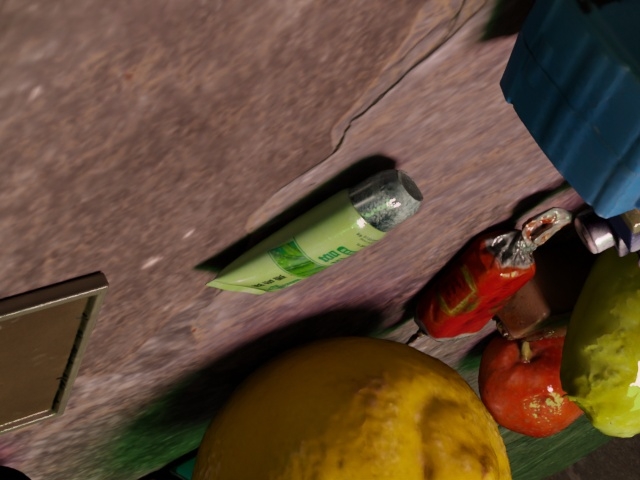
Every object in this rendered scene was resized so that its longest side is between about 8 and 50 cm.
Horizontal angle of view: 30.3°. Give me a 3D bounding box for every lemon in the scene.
[{"bbox_3d":[0.028,0.263,1.229,0.348,0.348,0.348,-24,160,-10],"label":"lemon"}]

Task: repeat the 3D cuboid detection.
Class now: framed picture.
[{"bbox_3d":[-0.270,0.112,0.919,0.184,0.016,0.250,-17,157,-28],"label":"framed picture"}]

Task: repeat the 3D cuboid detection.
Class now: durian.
[{"bbox_3d":[0.398,0.070,1.295,0.340,0.204,0.255,-31,139,-39],"label":"durian"}]

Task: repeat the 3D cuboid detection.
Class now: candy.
[{"bbox_3d":[0.168,0.049,1.270,0.086,0.059,0.292,-12,154,-35],"label":"candy"}]

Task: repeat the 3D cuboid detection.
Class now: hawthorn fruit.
[{"bbox_3d":[0.285,0.163,1.602,0.165,0.165,0.285,-28,147,1],"label":"hawthorn fruit"}]

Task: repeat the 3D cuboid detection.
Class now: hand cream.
[{"bbox_3d":[0.000,0.000,0.950,0.175,0.046,0.095,-33,162,18],"label":"hand cream"}]

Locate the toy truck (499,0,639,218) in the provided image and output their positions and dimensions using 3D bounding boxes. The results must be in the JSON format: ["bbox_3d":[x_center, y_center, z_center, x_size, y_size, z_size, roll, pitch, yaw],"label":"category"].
[{"bbox_3d":[0.319,-0.156,0.816,0.385,0.162,0.161,-21,157,-20],"label":"toy truck"}]

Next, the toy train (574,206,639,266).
[{"bbox_3d":[0.382,-0.085,1.116,0.300,0.131,0.202,-29,158,2],"label":"toy train"}]

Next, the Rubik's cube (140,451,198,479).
[{"bbox_3d":[-0.182,0.345,1.548,0.250,0.284,0.234,-62,179,0],"label":"Rubik's cube"}]

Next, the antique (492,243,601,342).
[{"bbox_3d":[0.308,0.059,1.437,0.310,0.087,0.093,-5,152,-48],"label":"antique"}]

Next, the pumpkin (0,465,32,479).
[{"bbox_3d":[-0.342,0.292,1.085,0.202,0.140,0.202,-25,157,-11],"label":"pumpkin"}]
